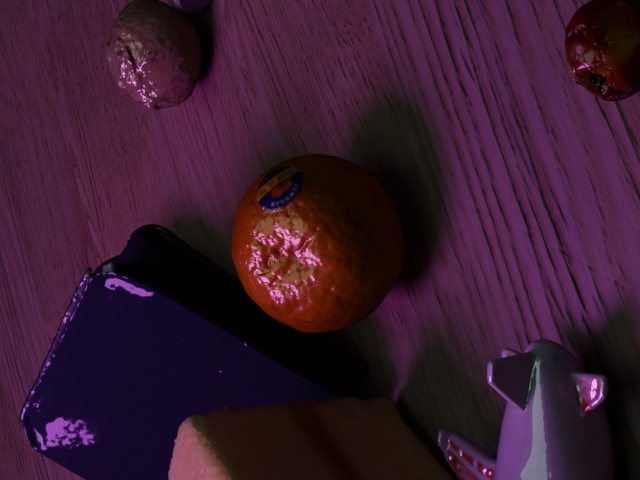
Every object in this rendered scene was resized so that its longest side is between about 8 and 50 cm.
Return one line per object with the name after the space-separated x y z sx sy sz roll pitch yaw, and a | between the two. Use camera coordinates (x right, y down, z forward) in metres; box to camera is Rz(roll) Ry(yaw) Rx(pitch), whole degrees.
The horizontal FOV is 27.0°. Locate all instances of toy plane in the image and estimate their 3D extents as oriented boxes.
0.191 0.206 1.133 0.252 0.118 0.252 22 116 53 | toy plane

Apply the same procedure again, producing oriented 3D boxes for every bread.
-0.014 0.307 1.317 0.198 0.263 0.236 55 135 42 | bread

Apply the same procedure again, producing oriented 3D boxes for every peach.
0.235 -0.158 1.058 0.050 0.077 0.083 -43 18 55 | peach

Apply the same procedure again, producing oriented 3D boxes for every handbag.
-0.138 0.177 1.479 0.329 0.122 0.303 32 124 1 | handbag

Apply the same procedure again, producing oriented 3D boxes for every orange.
-0.002 0.002 1.328 0.178 0.155 0.177 0 90 19 | orange

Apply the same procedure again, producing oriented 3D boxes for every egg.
-0.202 -0.228 1.616 0.118 0.116 0.140 85 170 -88 | egg

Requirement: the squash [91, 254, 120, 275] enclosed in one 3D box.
-0.221 0.115 1.661 0.218 0.172 0.218 -43 32 36 | squash

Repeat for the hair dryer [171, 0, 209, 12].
-0.149 -0.360 1.588 0.154 0.054 0.106 -60 44 28 | hair dryer
